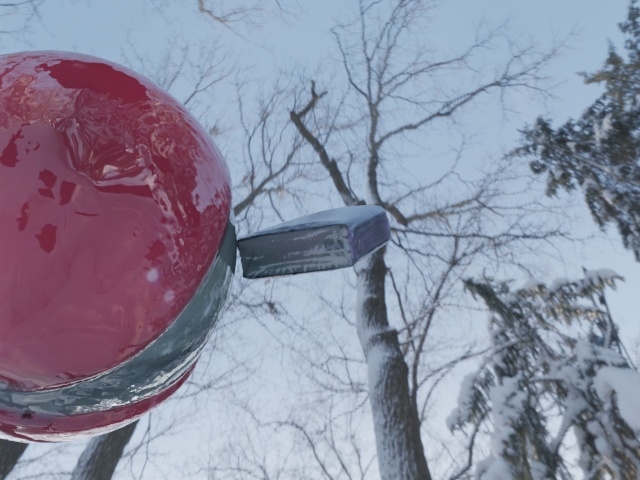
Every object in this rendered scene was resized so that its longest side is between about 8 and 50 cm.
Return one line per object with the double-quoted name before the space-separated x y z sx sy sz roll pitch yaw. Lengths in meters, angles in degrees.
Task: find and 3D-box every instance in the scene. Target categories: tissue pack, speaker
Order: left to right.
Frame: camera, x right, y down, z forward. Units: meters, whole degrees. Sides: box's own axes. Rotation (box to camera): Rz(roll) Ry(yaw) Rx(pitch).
"speaker" -0.195 -0.001 0.547 0.294 0.294 0.295 0 -74 -2
"tissue pack" 0.000 0.000 0.709 0.112 0.156 0.051 -8 -84 19
